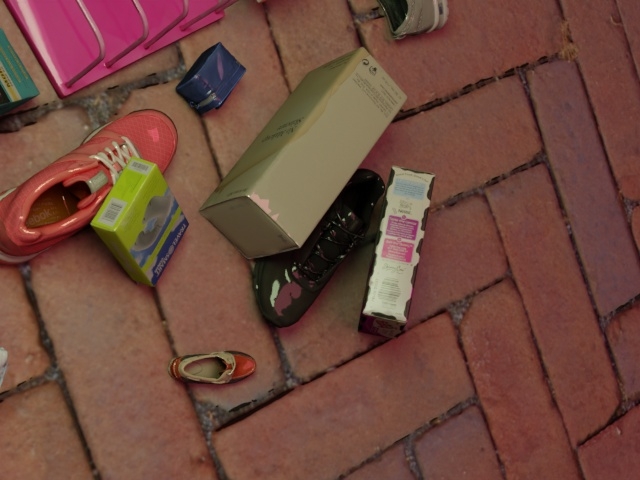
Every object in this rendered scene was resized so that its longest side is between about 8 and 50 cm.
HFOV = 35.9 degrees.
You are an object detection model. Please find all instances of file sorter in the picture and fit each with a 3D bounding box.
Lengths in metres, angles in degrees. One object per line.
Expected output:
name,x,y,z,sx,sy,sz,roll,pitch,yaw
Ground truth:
file sorter,-0.249,-0.358,1.316,0.290,0.182,0.202,-35,103,-31

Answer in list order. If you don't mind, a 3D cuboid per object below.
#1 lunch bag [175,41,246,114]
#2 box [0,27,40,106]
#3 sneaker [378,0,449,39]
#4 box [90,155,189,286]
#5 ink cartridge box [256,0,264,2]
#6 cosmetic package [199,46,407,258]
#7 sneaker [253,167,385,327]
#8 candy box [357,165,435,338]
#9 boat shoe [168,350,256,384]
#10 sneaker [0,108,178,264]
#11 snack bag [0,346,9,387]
lunch bag,-0.157,-0.229,1.429,0.065,0.067,0.098,42,65,-22
box,-0.409,-0.194,1.162,0.060,0.244,0.101,-28,102,4
sneaker,0.117,-0.464,1.616,0.115,0.105,0.281,-33,103,-32
box,-0.232,-0.017,1.305,0.109,0.042,0.178,-63,159,-22
ink cartridge box,-0.063,-0.475,1.471,0.158,0.092,0.218,53,42,-17
cosmetic package,-0.023,-0.128,1.452,0.113,0.160,0.309,46,61,-19
sneaker,0.000,0.000,1.469,0.109,0.130,0.286,38,67,-26
candy box,0.115,0.022,1.519,0.071,0.159,0.233,11,76,2
boat shoe,-0.147,0.180,1.401,0.137,0.043,0.049,4,80,-34
sneaker,-0.290,-0.071,1.281,0.314,0.136,0.116,-40,107,-30
snack bag,-0.532,0.261,1.075,0.342,0.037,0.323,9,100,-36
